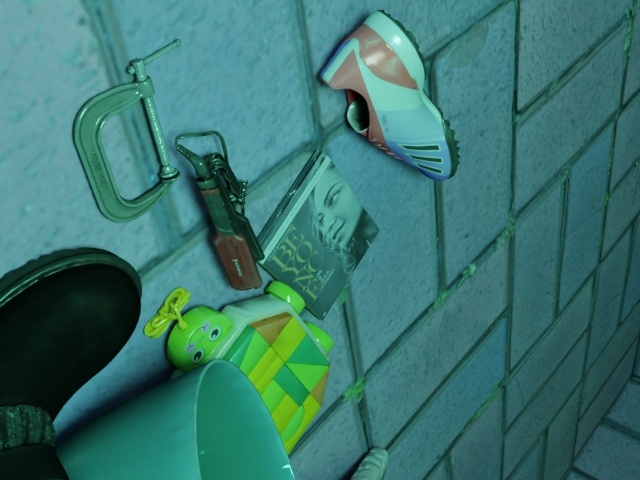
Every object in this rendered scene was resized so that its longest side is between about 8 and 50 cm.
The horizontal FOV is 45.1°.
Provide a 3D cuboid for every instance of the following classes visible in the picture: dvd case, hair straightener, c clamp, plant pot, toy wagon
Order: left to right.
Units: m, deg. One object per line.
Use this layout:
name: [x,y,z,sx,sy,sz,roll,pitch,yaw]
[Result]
c clamp: [-0.175,-0.099,0.756,0.137,0.022,0.160,-35,135,-37]
plant pot: [-0.166,0.297,0.779,0.235,0.293,0.293,-21,141,8]
hair straightener: [-0.110,-0.042,0.861,0.230,0.047,0.089,67,20,-48]
toy wagon: [-0.105,0.180,0.983,0.267,0.068,0.344,-53,144,-17]
dvd case: [0.000,0.000,1.056,0.164,0.018,0.221,-57,145,-11]

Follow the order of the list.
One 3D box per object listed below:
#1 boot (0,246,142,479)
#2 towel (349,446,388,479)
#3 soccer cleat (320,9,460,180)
boot: [-0.229,0.163,0.634,0.348,0.260,0.131,-40,139,-31]
towel: [0.027,0.557,1.321,0.332,0.053,0.317,-35,141,-70]
soccer cleat: [0.098,-0.163,1.030,0.116,0.108,0.318,-40,145,-1]
